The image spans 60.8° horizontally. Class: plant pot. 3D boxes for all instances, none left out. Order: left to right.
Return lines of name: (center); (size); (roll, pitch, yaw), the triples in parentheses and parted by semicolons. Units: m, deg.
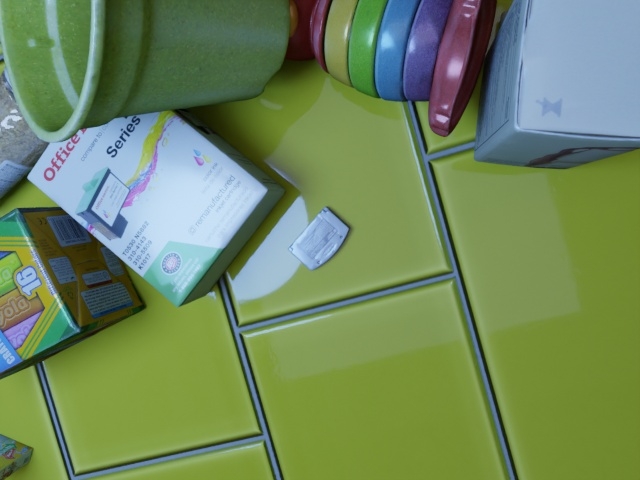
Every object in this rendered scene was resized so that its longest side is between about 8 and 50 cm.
plant pot: (-0.184, -0.252, 0.609); (0.276, 0.254, 0.276); (12, 107, 44)

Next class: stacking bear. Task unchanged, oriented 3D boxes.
stacking bear: (0.054, -0.262, 0.683); (0.289, 0.164, 0.175); (19, 122, 17)

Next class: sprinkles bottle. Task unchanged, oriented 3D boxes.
sprinkles bottle: (-0.491, -0.121, 0.792); (0.355, 0.121, 0.121); (-38, 88, 10)

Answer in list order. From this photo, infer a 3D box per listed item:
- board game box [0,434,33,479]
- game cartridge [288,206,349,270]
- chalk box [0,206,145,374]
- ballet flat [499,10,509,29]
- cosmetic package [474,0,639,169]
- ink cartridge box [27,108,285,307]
board game box: (-0.528, 0.337, 0.814); (0.103, 0.154, 0.026); (19, 97, 6)
game cartridge: (0.000, 0.000, 0.780); (0.056, 0.017, 0.083); (43, 99, 7)
chalk box: (-0.443, 0.095, 0.773); (0.289, 0.180, 0.179); (-28, 89, 11)
ballet flat: (0.313, -0.290, 0.692); (0.168, 0.057, 0.052); (-10, 83, 9)
cosmetic package: (0.252, -0.164, 0.586); (0.129, 0.296, 0.153); (7, 95, 9)
ink cartridge box: (-0.223, -0.077, 0.756); (0.278, 0.117, 0.201); (39, 99, 5)
